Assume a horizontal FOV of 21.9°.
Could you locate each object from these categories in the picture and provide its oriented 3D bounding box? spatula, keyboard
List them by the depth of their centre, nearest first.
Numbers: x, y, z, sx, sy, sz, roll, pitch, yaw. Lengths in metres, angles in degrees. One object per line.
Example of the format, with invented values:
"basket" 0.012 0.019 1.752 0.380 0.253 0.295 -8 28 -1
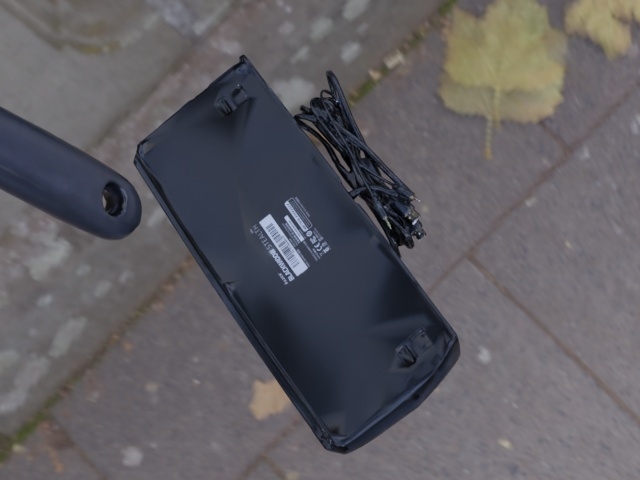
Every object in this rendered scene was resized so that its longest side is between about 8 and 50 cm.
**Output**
"spatula" -0.186 -0.065 0.595 0.030 0.296 0.084 -19 51 51
"keyboard" 0.000 0.000 0.732 0.100 0.038 0.192 -38 60 5
